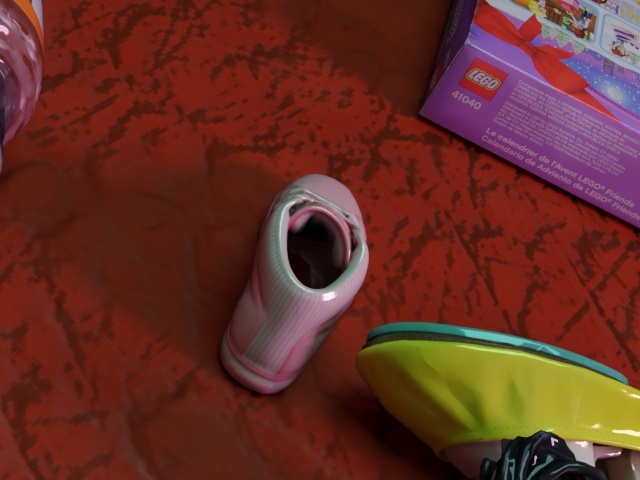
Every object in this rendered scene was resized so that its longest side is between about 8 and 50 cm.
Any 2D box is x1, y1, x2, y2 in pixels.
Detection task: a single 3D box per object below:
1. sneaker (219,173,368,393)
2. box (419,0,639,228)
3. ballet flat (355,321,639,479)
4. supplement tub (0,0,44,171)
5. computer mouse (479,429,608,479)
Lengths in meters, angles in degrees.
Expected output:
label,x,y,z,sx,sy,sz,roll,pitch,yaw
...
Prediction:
label,x,y,z,sx,sy,sz,roll,pitch,yaw
sneaker,0.000,0.000,0.671,0.051,0.070,0.134,27,39,-3
box,0.210,-0.078,0.895,0.293,0.057,0.201,27,39,-6
ballet flat,0.121,0.092,0.658,0.231,0.077,0.077,14,66,-23
supplement tub,-0.166,-0.100,0.640,0.106,0.106,0.198,10,45,-24
computer mouse,0.180,0.173,0.604,0.272,0.072,0.188,4,64,-20
